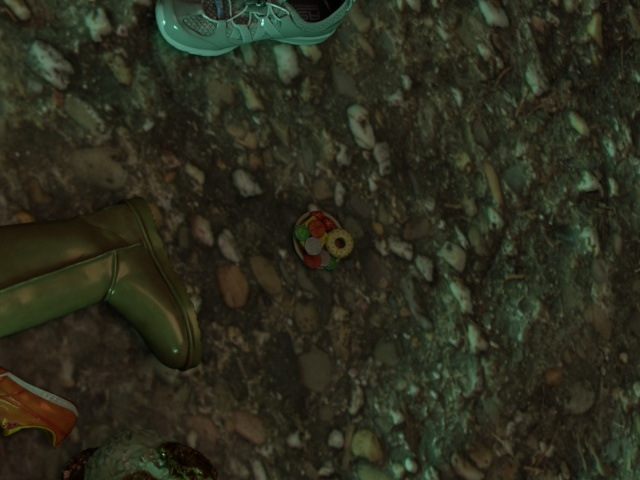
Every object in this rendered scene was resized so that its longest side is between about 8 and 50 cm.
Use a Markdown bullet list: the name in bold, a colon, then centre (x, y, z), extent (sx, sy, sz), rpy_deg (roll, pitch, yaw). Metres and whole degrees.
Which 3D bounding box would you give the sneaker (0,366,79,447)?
- **sneaker**: centre (-0.355, 0.178, 1.248), extent (0.175, 0.064, 0.067), rpy_deg (31, 75, -17)

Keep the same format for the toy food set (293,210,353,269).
- **toy food set**: centre (0.000, 0.000, 1.516), extent (0.082, 0.020, 0.083), rpy_deg (-42, 100, -30)

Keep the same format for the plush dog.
- **plush dog**: centre (-0.180, 0.318, 1.244), extent (0.210, 0.262, 0.225), rpy_deg (-29, 104, -65)

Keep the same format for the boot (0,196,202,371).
- **boot**: centre (-0.297, 0.079, 1.295), extent (0.269, 0.089, 0.236), rpy_deg (-18, 74, -32)

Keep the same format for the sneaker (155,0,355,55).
- **sneaker**: centre (-0.085, -0.317, 1.490), extent (0.281, 0.115, 0.105), rpy_deg (-12, 84, -31)
